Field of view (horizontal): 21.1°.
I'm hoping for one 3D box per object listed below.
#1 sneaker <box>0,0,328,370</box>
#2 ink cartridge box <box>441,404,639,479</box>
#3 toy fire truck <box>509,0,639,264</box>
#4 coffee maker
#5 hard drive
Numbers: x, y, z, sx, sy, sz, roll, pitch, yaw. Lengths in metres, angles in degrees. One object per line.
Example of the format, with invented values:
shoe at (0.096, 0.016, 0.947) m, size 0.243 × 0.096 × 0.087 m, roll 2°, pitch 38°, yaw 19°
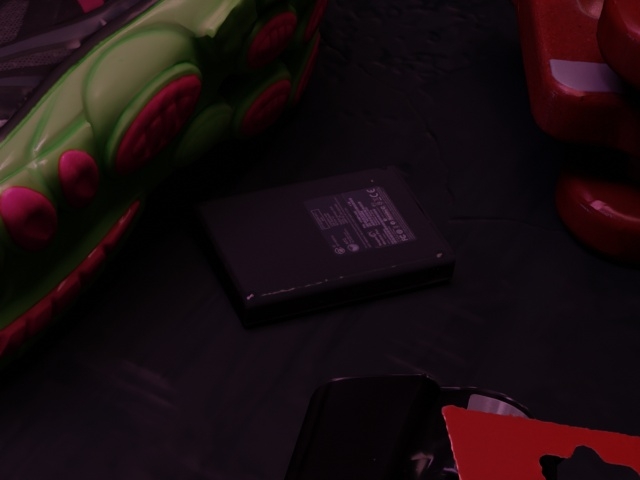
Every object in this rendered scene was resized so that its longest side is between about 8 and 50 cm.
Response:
sneaker at (-0.142, -0.119, 1.025) m, size 0.202 × 0.185 × 0.483 m, roll 29°, pitch 44°, yaw 17°
ink cartridge box at (0.157, 0.171, 0.746) m, size 0.181 × 0.056 × 0.225 m, roll 13°, pitch 53°, yaw -36°
toy fire truck at (0.268, -0.127, 1.093) m, size 0.302 × 0.169 × 0.254 m, roll 2°, pitch 45°, yaw -4°
coffee maker at (0.012, 0.150, 0.792) m, size 0.171 × 0.120 × 0.178 m, roll 14°, pitch 41°, yaw 8°
hard drive at (0.000, 0.000, 1.031) m, size 0.135 × 0.022 × 0.094 m, roll -12°, pitch 45°, yaw -21°
